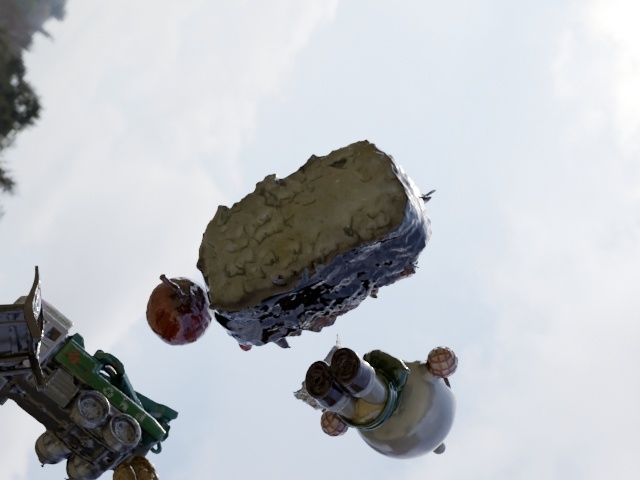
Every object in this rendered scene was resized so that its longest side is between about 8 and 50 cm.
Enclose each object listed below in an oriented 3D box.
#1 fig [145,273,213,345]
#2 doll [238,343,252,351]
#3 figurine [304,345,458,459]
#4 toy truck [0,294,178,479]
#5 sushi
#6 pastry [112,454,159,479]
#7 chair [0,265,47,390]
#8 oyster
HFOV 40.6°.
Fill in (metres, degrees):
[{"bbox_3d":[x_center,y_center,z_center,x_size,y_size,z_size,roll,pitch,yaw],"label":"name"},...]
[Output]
[{"bbox_3d":[-0.252,0.111,1.555,0.128,0.128,0.150,-121,-144,-64],"label":"fig"},{"bbox_3d":[-0.084,0.074,1.371,0.085,0.183,0.217,2,-108,46],"label":"doll"},{"bbox_3d":[0.113,0.276,1.487,0.281,0.370,0.167,-32,-127,17],"label":"figurine"},{"bbox_3d":[-0.412,0.253,1.429,0.176,0.363,0.178,-43,-167,35],"label":"toy truck"},{"bbox_3d":[0.000,0.000,1.166,0.343,0.182,0.196,-28,-119,4],"label":"sushi"},{"bbox_3d":[-0.286,0.388,1.345,0.057,0.097,0.109,-10,-166,-36],"label":"pastry"},{"bbox_3d":[-0.395,0.105,1.071,0.212,0.102,0.084,-129,-142,-59],"label":"chair"},{"bbox_3d":[0.032,0.312,1.845,0.107,0.232,0.161,37,-107,28],"label":"oyster"}]
